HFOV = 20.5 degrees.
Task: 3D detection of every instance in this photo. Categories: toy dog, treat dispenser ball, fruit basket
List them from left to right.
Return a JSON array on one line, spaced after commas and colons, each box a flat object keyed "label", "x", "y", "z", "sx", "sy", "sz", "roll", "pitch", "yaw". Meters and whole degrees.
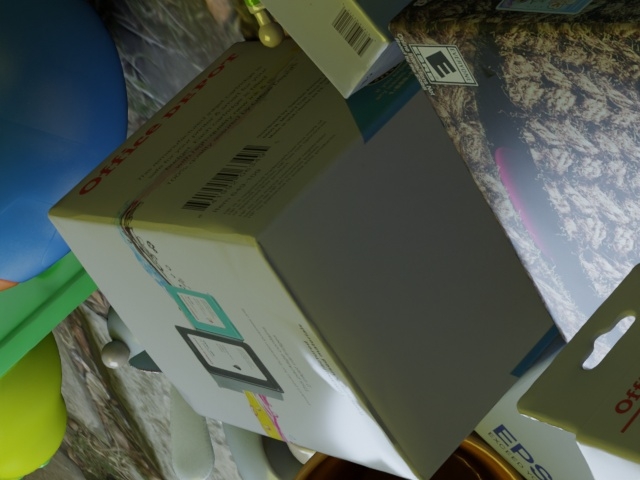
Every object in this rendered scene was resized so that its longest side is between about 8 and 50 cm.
[{"label": "fruit basket", "x": -0.359, "y": 0.066, "z": 1.627, "sx": 0.283, "sy": 0.392, "sz": 0.392, "roll": 38, "pitch": 156, "yaw": 17}, {"label": "treat dispenser ball", "x": -0.291, "y": -0.097, "z": 1.350, "sx": 0.288, "sy": 0.288, "sz": 0.288, "roll": 36, "pitch": 155, "yaw": 20}, {"label": "toy dog", "x": -0.089, "y": 0.174, "z": 1.615, "sx": 0.333, "sy": 0.161, "sz": 0.220, "roll": 16, "pitch": 143, "yaw": 48}]

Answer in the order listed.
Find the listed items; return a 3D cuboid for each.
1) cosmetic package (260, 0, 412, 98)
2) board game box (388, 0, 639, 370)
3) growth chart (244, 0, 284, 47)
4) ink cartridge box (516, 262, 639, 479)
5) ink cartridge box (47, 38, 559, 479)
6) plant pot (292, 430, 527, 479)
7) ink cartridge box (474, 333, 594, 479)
[{"label": "cosmetic package", "x": -0.024, "y": -0.192, "z": 0.895, "sx": 0.239, "sy": 0.099, "sz": 0.060, "roll": 49, "pitch": 146, "yaw": 7}, {"label": "board game box", "x": 0.212, "y": -0.045, "z": 0.789, "sx": 0.291, "sy": 0.141, "sz": 0.232, "roll": 9, "pitch": 138, "yaw": 54}, {"label": "growth chart", "x": -0.006, "y": -0.215, "z": 0.958, "sx": 0.237, "sy": 0.021, "sz": 0.172, "roll": -22, "pitch": 102, "yaw": 53}, {"label": "ink cartridge box", "x": 0.182, "y": 0.078, "z": 0.727, "sx": 0.180, "sy": 0.104, "sz": 0.060, "roll": 18, "pitch": 146, "yaw": 48}, {"label": "ink cartridge box", "x": 0.000, "y": 0.000, "z": 1.142, "sx": 0.270, "sy": 0.198, "sz": 0.197, "roll": 8, "pitch": 137, "yaw": 56}, {"label": "plant pot", "x": 0.076, "y": 0.229, "z": 1.379, "sx": 0.205, "sy": 0.205, "sz": 0.188, "roll": 44, "pitch": -174, "yaw": 4}, {"label": "ink cartridge box", "x": 0.275, "y": 0.171, "z": 1.131, "sx": 0.324, "sy": 0.071, "sz": 0.330, "roll": 44, "pitch": 158, "yaw": 5}]
